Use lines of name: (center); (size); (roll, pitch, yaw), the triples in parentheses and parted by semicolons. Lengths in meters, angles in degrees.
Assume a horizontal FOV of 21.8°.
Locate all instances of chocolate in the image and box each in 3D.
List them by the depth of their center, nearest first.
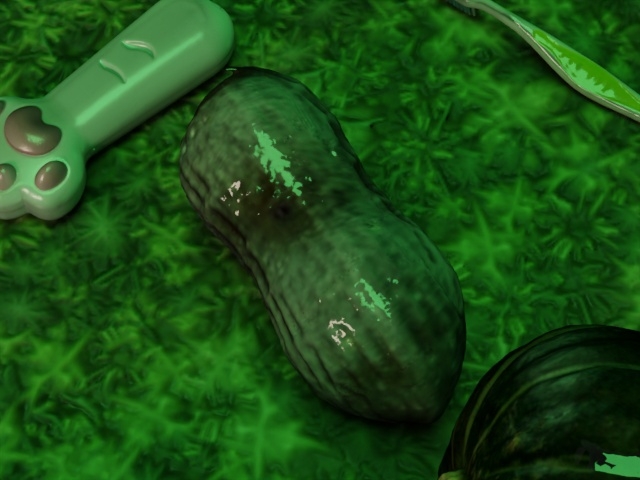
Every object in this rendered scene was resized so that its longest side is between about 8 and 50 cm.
chocolate: (0.000, 0.000, 0.962); (0.110, 0.110, 0.248); (-31, 63, -13)

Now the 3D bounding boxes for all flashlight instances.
flashlight: (-0.138, -0.091, 1.052); (0.200, 0.047, 0.093); (-38, 66, -16)

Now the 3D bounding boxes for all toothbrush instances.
toothbrush: (0.177, -0.101, 1.051); (0.263, 0.026, 0.022); (35, 75, 20)

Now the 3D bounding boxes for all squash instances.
squash: (0.137, 0.147, 0.815); (0.172, 0.218, 0.218); (29, 63, -12)
